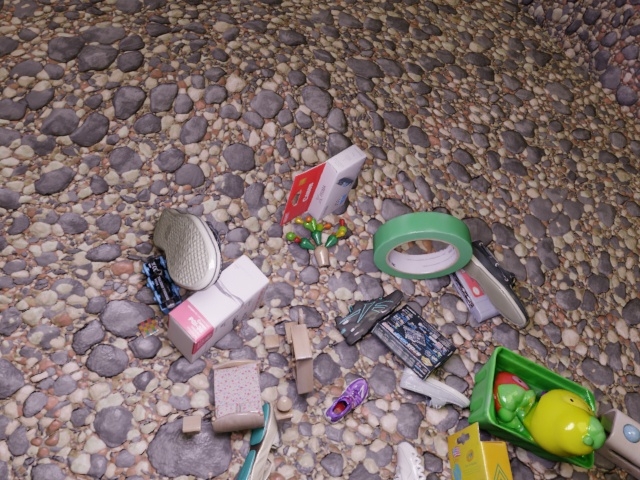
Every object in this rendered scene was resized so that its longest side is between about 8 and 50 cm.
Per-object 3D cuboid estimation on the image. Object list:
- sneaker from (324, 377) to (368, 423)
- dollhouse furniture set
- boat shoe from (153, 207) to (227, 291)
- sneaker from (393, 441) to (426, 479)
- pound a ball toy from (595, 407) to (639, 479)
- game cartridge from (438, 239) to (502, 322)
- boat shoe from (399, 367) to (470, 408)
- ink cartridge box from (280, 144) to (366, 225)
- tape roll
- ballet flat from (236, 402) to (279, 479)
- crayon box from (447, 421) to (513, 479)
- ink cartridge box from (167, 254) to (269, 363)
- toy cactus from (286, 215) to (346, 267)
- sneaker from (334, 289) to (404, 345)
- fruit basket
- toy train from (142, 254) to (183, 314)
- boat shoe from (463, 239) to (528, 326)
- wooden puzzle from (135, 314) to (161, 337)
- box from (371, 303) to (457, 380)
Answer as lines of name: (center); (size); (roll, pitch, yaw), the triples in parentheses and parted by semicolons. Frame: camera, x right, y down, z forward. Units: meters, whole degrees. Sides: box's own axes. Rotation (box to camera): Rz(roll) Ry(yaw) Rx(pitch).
sneaker: (0.085, 0.471, 1.581); (0.068, 0.071, 0.170); (43, 57, 12)
dollhouse furniture set: (-0.205, 0.340, 1.489); (0.356, 0.173, 0.303); (-6, 40, -7)
boat shoe: (-0.357, 0.020, 1.549); (0.156, 0.500, 0.186); (22, 93, -30)
sneaker: (0.229, 0.702, 1.465); (0.118, 0.110, 0.292); (0, 58, -5)
pound a ball toy: (1.015, 0.699, 1.662); (0.319, 0.135, 0.208); (33, 56, 7)
game cartridge: (0.573, 0.136, 1.936); (0.196, 0.060, 0.294); (-13, 64, -27)
boat shoe: (0.347, 0.474, 1.659); (0.228, 0.079, 0.081); (27, 75, 0)
ink cartridge box: (0.005, -0.164, 1.814); (0.261, 0.296, 0.066); (-33, 73, -29)
tape roll: (0.334, 0.025, 1.774); (0.321, 0.321, 0.077); (8, 57, -11)
ballet flat: (-0.158, 0.570, 1.458); (0.086, 0.086, 0.248); (21, 57, -2)
crayon box: (0.445, 0.682, 1.473); (0.081, 0.202, 0.318); (5, 59, -13)
ink cartridge box: (-0.296, 0.198, 1.559); (0.117, 0.207, 0.283); (44, 59, 10)
toy cactus: (0.000, 0.000, 1.840); (0.219, 0.112, 0.180); (-4, 70, -28)
sneaker: (0.162, 0.224, 1.738); (0.267, 0.101, 0.106); (-33, 70, -30)
fruit basket: (0.651, 0.486, 1.536); (0.392, 0.392, 0.283); (22, 56, -1)
toy train: (-0.474, 0.131, 1.613); (0.080, 0.105, 0.184); (-25, 67, -14)
boat shoe: (0.609, 0.134, 1.841); (0.113, 0.127, 0.340); (-29, 61, -17)
wooden puzzle: (-0.506, 0.257, 1.586); (0.083, 0.006, 0.049); (-24, 68, -27)
box: (0.298, 0.315, 1.699); (0.220, 0.051, 0.175); (41, 39, 23)
